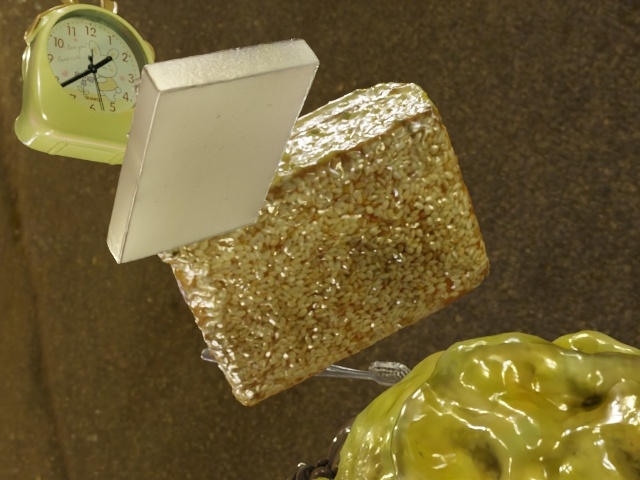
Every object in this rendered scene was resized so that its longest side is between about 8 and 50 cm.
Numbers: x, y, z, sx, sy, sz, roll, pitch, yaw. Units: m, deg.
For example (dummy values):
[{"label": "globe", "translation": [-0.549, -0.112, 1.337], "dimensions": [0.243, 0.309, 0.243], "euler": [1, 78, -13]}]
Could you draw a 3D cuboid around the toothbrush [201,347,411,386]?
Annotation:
[{"label": "toothbrush", "translation": [-0.025, 0.142, 1.082], "dimensions": [0.321, 0.031, 0.023], "euler": [-2, 48, 41]}]

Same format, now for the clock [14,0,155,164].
[{"label": "clock", "translation": [-0.281, -0.213, 1.146], "dimensions": [0.069, 0.170, 0.232], "euler": [-24, 65, 48]}]

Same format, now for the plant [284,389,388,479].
[{"label": "plant", "translation": [0.025, 0.282, 0.873], "dimensions": [0.321, 0.194, 0.181], "euler": [-42, 82, 25]}]

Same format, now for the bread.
[{"label": "bread", "translation": [0.000, 0.000, 0.741], "dimensions": [0.234, 0.184, 0.110], "euler": [-25, 35, -2]}]

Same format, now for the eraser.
[{"label": "eraser", "translation": [-0.068, -0.049, 0.558], "dimensions": [0.023, 0.104, 0.150], "euler": [56, 144, 24]}]

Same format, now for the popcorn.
[{"label": "popcorn", "translation": [0.144, 0.189, 0.552], "dimensions": [0.312, 0.312, 0.312], "euler": [-16, 69, 49]}]
